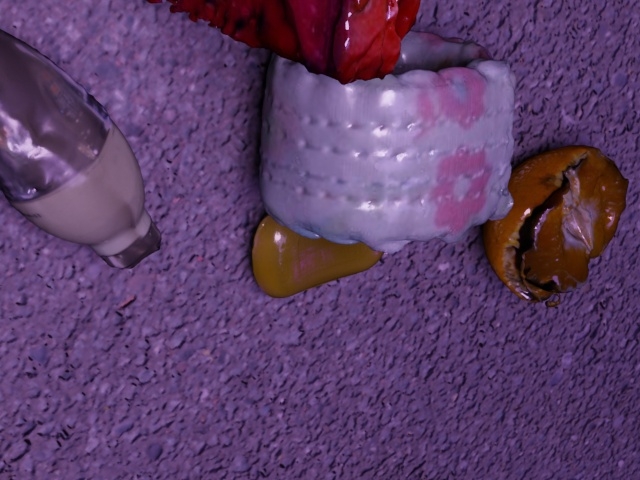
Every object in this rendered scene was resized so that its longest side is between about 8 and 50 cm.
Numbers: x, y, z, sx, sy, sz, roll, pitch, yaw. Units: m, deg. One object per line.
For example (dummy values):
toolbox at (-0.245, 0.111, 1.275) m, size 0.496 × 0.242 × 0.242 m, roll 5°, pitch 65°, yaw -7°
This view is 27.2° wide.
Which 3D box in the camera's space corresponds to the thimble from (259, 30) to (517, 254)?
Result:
thimble at (0.057, -0.087, 1.077) m, size 0.211 × 0.185 × 0.149 m, roll 4°, pitch 111°, yaw -1°

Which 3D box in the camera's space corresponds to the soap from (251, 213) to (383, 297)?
soap at (-0.001, 0.000, 1.177) m, size 0.140 × 0.045 × 0.089 m, roll -18°, pitch 123°, yaw -28°

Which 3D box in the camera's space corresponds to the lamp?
lamp at (-0.200, -0.069, 0.977) m, size 0.101 × 0.101 × 0.250 m, roll -42°, pitch 126°, yaw -11°

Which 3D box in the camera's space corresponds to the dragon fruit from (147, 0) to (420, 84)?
dragon fruit at (-0.024, -0.203, 0.932) m, size 0.240 × 0.330 × 0.302 m, roll -41°, pitch 134°, yaw 18°

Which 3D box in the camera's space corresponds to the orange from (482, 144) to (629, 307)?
orange at (0.218, -0.019, 1.275) m, size 0.170 × 0.112 × 0.160 m, roll 16°, pitch 91°, yaw -62°
